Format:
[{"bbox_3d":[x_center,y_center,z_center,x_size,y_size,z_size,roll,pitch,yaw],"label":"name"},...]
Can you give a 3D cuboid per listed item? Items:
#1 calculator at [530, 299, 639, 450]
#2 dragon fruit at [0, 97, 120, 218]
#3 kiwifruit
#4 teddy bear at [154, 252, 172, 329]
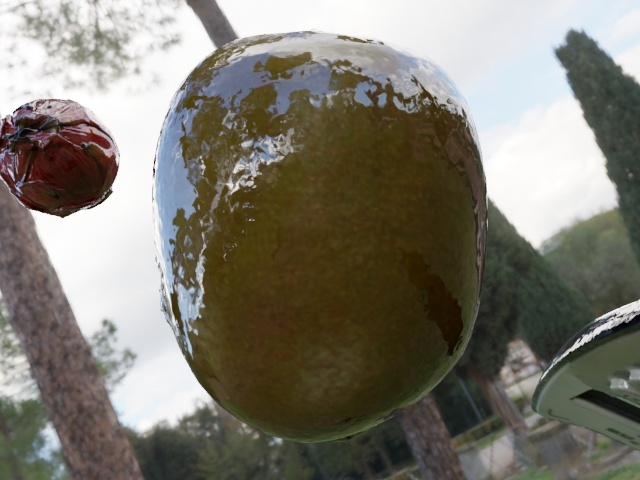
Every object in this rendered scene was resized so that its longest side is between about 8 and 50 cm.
[{"bbox_3d":[0.207,0.080,0.381,0.268,0.177,0.040,106,-173,-73],"label":"calculator"},{"bbox_3d":[-0.370,-0.115,1.142,0.172,0.172,0.209,-23,-11,-18],"label":"dragon fruit"},{"bbox_3d":[0.000,0.000,0.460,0.196,0.233,0.196,-6,9,1],"label":"kiwifruit"},{"bbox_3d":[-0.087,0.000,0.849,0.156,0.267,0.256,29,-72,-32],"label":"teddy bear"}]
